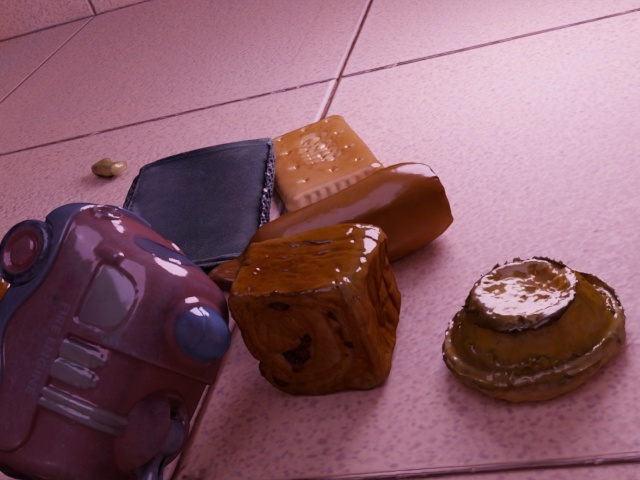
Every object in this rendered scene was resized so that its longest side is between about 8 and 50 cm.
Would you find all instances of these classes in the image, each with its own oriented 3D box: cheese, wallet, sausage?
[{"bbox_3d":[-0.386,-0.134,1.640,0.083,0.030,0.044,5,45,47],"label":"cheese"},{"bbox_3d":[-0.181,-0.033,1.300,0.237,0.075,0.342,-14,32,9],"label":"wallet"},{"bbox_3d":[0.001,0.004,1.095,0.329,0.112,0.112,-23,30,-4],"label":"sausage"}]

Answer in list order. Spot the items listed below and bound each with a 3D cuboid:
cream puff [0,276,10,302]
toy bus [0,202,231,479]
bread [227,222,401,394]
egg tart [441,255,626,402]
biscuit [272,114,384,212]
[{"bbox_3d":[-0.503,0.076,1.292,0.133,0.104,0.119,16,77,56],"label":"cream puff"},{"bbox_3d":[-0.209,0.117,0.903,0.232,0.197,0.294,15,77,32],"label":"toy bus"},{"bbox_3d":[0.000,0.071,0.956,0.158,0.149,0.143,-6,34,13],"label":"bread"},{"bbox_3d":[0.207,0.075,0.888,0.191,0.074,0.191,-16,27,9],"label":"egg tart"},{"bbox_3d":[-0.006,-0.127,1.391,0.160,0.030,0.249,-22,30,-3],"label":"biscuit"}]
